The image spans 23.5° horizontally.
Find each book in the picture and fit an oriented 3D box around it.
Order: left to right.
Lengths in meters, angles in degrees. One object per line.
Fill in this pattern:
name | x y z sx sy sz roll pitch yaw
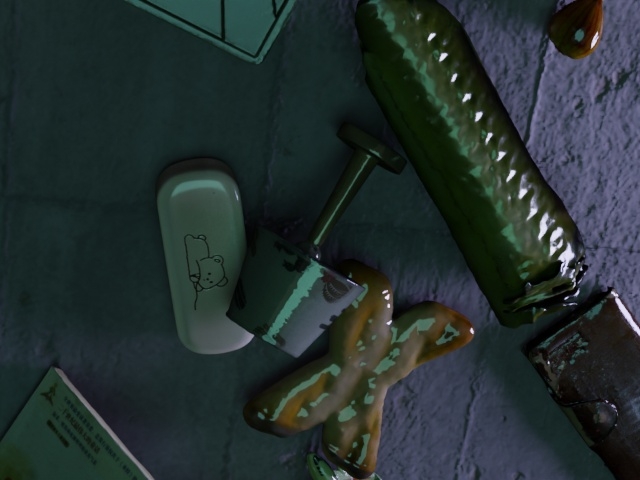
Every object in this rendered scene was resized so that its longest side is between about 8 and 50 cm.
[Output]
book | -0.281 0.296 1.523 0.289 0.201 0.026 -55 150 16

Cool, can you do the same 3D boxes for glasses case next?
glasses case | -0.109 0.017 1.481 0.083 0.050 0.196 -9 116 -2

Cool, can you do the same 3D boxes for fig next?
fig | 0.247 -0.210 1.435 0.050 0.050 0.083 32 93 -20

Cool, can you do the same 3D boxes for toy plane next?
toy plane | 0.014 0.266 1.613 0.102 0.040 0.111 -41 105 -28

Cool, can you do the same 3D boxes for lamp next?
lamp | 0.000 0.000 1.440 0.121 0.121 0.215 33 88 -20

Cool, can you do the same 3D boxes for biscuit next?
biscuit | 0.036 0.130 1.554 0.164 0.047 0.208 28 105 -22

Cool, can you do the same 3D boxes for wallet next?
wallet | 0.318 0.164 1.622 0.122 0.031 0.232 -36 115 6

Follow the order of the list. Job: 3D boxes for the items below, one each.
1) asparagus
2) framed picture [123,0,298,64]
asparagus | 0.139 -0.085 1.435 0.108 0.128 0.382 -15 118 35
framed picture | -0.076 -0.302 1.355 0.189 0.023 0.260 23 109 -17
